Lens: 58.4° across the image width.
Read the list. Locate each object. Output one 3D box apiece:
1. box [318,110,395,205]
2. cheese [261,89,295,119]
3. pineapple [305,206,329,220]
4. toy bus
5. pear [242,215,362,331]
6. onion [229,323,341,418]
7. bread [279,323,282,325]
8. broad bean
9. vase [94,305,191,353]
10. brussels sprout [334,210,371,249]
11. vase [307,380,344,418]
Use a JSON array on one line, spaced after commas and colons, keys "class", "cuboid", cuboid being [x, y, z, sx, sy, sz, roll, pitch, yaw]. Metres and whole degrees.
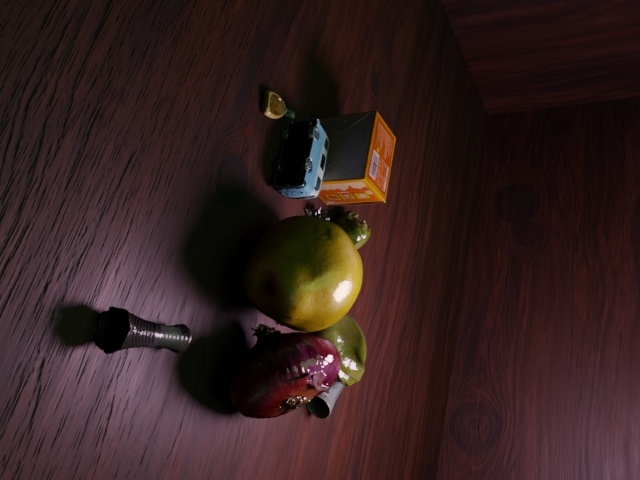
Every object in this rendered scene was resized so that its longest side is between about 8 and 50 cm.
[{"class": "box", "cuboid": [0.115, -0.298, 2.131, 0.214, 0.260, 0.283, 38, 59, -51]}, {"class": "cheese", "cuboid": [-0.137, -0.443, 1.934, 0.162, 0.036, 0.086, 13, 80, -57]}, {"class": "pineapple", "cuboid": [0.000, 0.000, 2.100, 0.125, 0.125, 0.251, 10, 71, -58]}, {"class": "toy bus", "cuboid": [-0.058, -0.266, 1.971, 0.165, 0.133, 0.271, 47, 49, -53]}, {"class": "pear", "cuboid": [-0.049, 0.101, 1.780, 0.418, 0.362, 0.362, -26, 111, -53]}, {"class": "onion", "cuboid": [-0.119, 0.375, 1.726, 0.348, 0.348, 0.285, 15, 43, -57]}, {"class": "bread", "cuboid": [-0.114, 0.254, 1.960, 0.083, 0.036, 0.047, -39, 130, -54]}, {"class": "broad bean", "cuboid": [0.081, 0.399, 2.155, 0.238, 0.119, 0.291, -5, 73, -48]}, {"class": "vase", "cuboid": [-0.423, 0.230, 1.403, 0.237, 0.115, 0.115, 29, 65, -59]}, {"class": "brussels sprout", "cuboid": [0.112, -0.032, 2.240, 0.131, 0.145, 0.183, 37, 11, -24]}, {"class": "vase", "cuboid": [0.041, 0.565, 2.157, 0.219, 0.096, 0.096, -39, 122, -55]}]
